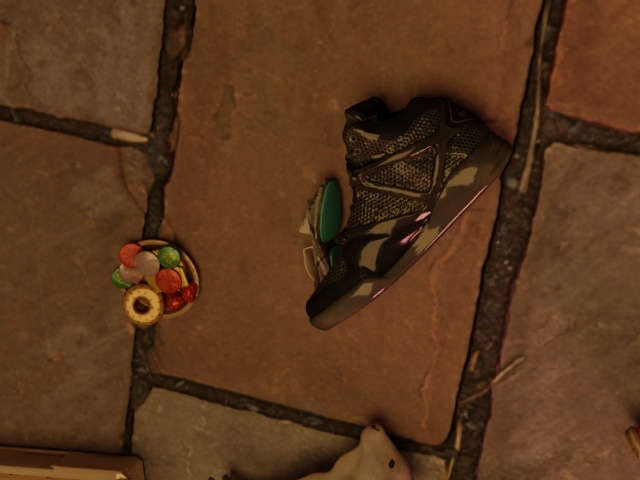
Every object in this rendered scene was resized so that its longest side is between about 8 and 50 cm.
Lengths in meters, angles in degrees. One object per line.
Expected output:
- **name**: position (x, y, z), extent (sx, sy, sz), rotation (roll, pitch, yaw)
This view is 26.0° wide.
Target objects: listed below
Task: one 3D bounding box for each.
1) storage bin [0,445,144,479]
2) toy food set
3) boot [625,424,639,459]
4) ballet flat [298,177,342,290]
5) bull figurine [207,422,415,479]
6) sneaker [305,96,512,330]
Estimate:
- **storage bin**: position (-0.306, 0.345, 1.374), extent (0.262, 0.123, 0.260), rotation (2, 100, 14)
- **toy food set**: position (-0.154, 0.037, 1.289), extent (0.083, 0.020, 0.082), rotation (-13, 107, 19)
- **boot**: position (0.342, 0.195, 1.208), extent (0.158, 0.059, 0.084), rotation (35, 112, -10)
- **ballet flat**: position (0.000, 0.000, 1.227), extent (0.041, 0.041, 0.114), rotation (-2, 109, 15)
- **bull figurine**: position (-0.023, 0.304, 1.319), extent (0.188, 0.101, 0.310), rotation (18, 112, 11)
- **sneaker**: position (0.043, -0.033, 1.173), extent (0.130, 0.087, 0.227), rotation (41, 108, 0)
